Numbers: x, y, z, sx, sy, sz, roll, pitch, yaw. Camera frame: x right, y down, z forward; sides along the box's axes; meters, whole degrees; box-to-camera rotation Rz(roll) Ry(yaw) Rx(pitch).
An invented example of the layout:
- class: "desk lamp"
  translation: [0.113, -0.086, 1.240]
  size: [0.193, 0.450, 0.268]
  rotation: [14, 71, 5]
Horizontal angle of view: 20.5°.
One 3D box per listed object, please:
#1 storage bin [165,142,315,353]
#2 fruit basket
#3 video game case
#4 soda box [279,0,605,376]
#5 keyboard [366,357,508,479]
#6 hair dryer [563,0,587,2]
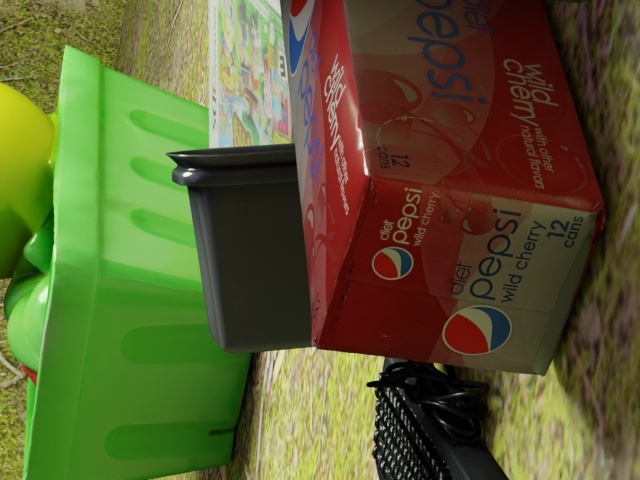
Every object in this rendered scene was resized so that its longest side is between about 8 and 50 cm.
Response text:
- class: "storage bin"
  translation: [0.000, 0.000, 0.806]
  size: [0.098, 0.135, 0.091]
  rotation: [-159, 65, -79]
- class: "fruit basket"
  translation: [-0.242, 0.002, 1.430]
  size: [0.392, 0.392, 0.283]
  rotation: [-101, 20, -57]
- class: "video game case"
  translation: [-0.040, -0.083, 1.155]
  size: [0.212, 0.023, 0.193]
  rotation: [-127, 34, -60]
- class: "soda box"
  translation: [0.039, -0.067, 0.715]
  size: [0.263, 0.092, 0.083]
  rotation: [-97, 19, -51]
- class: "keyboard"
  translation: [0.038, 0.093, 0.779]
  size: [0.192, 0.038, 0.100]
  rotation: [-128, 46, -74]
- class: "hair dryer"
  translation: [0.084, -0.168, 0.427]
  size: [0.293, 0.080, 0.223]
  rotation: [21, 105, 46]
